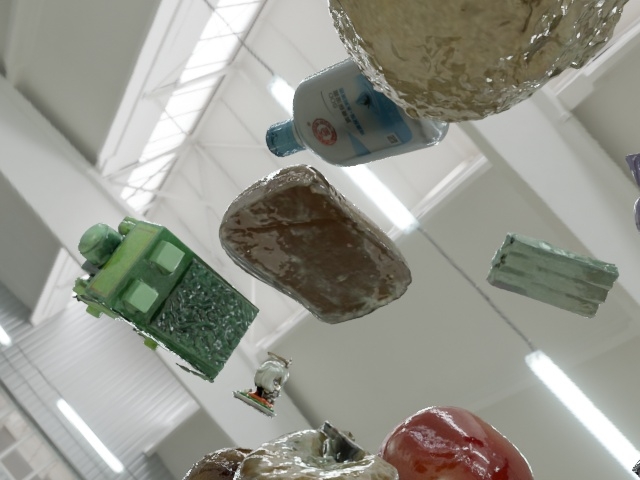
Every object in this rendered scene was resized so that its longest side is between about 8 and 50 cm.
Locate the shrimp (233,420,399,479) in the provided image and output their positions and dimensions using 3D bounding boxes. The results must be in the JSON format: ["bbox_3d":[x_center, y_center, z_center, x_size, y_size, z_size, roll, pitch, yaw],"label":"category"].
[{"bbox_3d":[0.015,0.261,0.709,0.168,0.317,0.077,3,-95,19],"label":"shrimp"}]

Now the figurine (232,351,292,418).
[{"bbox_3d":[-0.138,0.356,1.568,0.132,0.153,0.132,27,-18,10],"label":"figurine"}]

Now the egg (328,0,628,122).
[{"bbox_3d":[0.134,-0.247,0.524,0.279,0.279,0.310,34,-38,16],"label":"egg"}]

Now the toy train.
[{"bbox_3d":[-0.225,0.080,0.894,0.188,0.159,0.271,12,-27,47],"label":"toy train"}]

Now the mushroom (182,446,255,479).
[{"bbox_3d":[-0.199,0.557,1.370,0.153,0.253,0.253,-112,-151,-43],"label":"mushroom"}]

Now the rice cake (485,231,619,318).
[{"bbox_3d":[0.408,0.061,1.093,0.211,0.038,0.124,14,-54,0],"label":"rice cake"}]

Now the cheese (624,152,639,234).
[{"bbox_3d":[0.589,-0.064,1.087,0.105,0.042,0.190,-168,-118,-82],"label":"cheese"}]

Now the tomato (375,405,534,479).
[{"bbox_3d":[0.247,0.431,1.103,0.299,0.226,0.298,37,-24,20],"label":"tomato"}]

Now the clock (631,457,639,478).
[{"bbox_3d":[0.573,0.302,0.928,0.073,0.145,0.193,43,-27,25],"label":"clock"}]

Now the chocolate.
[{"bbox_3d":[-0.002,0.000,0.752,0.157,0.080,0.254,-27,-47,25],"label":"chocolate"}]

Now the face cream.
[{"bbox_3d":[0.034,-0.190,0.954,0.337,0.080,0.163,-7,-59,49],"label":"face cream"}]
